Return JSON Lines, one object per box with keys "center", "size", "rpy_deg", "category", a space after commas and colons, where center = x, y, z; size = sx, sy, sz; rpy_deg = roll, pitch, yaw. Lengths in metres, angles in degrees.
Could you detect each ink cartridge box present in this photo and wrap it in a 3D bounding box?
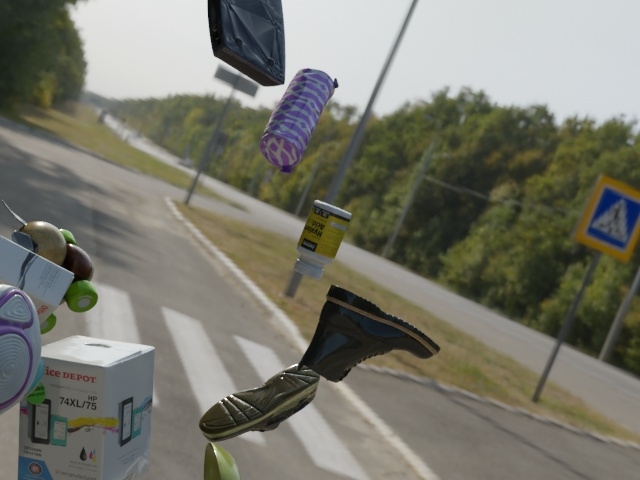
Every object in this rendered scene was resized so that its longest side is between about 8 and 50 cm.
{"center": [-0.468, 0.347, 2.021], "size": [0.198, 0.270, 0.197], "rpy_deg": [6, 8, 19], "category": "ink cartridge box"}
{"center": [-0.444, 0.056, 1.432], "size": [0.150, 0.063, 0.109], "rpy_deg": [31, -36, -19], "category": "ink cartridge box"}

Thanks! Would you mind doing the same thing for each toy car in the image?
{"center": [-0.459, 0.026, 1.600], "size": [0.155, 0.149, 0.188], "rpy_deg": [56, -8, 38], "category": "toy car"}

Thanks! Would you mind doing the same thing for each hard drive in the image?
{"center": [-0.139, -0.414, 1.868], "size": [0.054, 0.254, 0.172], "rpy_deg": [-26, -35, 34], "category": "hard drive"}

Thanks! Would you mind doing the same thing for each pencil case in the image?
{"center": [-0.041, -0.226, 1.843], "size": [0.086, 0.206, 0.088], "rpy_deg": [13, -37, 19], "category": "pencil case"}

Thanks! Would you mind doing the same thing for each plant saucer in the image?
{"center": [-0.142, 0.426, 1.527], "size": [0.037, 0.240, 0.241], "rpy_deg": [-3, 7, -14], "category": "plant saucer"}

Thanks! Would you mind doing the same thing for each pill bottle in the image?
{"center": [0.000, 0.000, 1.597], "size": [0.065, 0.116, 0.065], "rpy_deg": [21, 3, -1], "category": "pill bottle"}

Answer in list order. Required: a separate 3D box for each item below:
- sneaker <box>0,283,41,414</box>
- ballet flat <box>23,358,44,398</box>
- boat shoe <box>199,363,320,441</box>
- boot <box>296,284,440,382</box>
{"center": [-0.417, 0.188, 1.115], "size": [0.152, 0.305, 0.114], "rpy_deg": [7, -18, 42], "category": "sneaker"}
{"center": [-0.502, 0.228, 1.483], "size": [0.086, 0.086, 0.248], "rpy_deg": [22, 19, 9], "category": "ballet flat"}
{"center": [-0.094, 0.282, 1.660], "size": [0.224, 0.073, 0.080], "rpy_deg": [-26, 38, -27], "category": "boat shoe"}
{"center": [0.068, 0.167, 1.493], "size": [0.198, 0.137, 0.077], "rpy_deg": [28, -6, -17], "category": "boot"}
